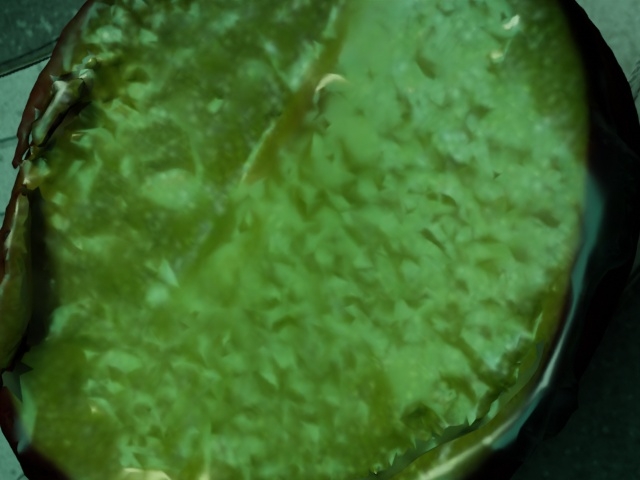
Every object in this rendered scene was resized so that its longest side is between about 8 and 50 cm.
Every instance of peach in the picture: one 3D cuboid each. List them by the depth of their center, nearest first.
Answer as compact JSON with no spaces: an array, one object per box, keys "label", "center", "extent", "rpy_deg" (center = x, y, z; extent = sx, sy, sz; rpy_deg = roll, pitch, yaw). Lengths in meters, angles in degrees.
[{"label":"peach","center":[0.000,0.000,1.000],"extent":[0.339,0.353,0.416],"rpy_deg":[38,137,3]}]
